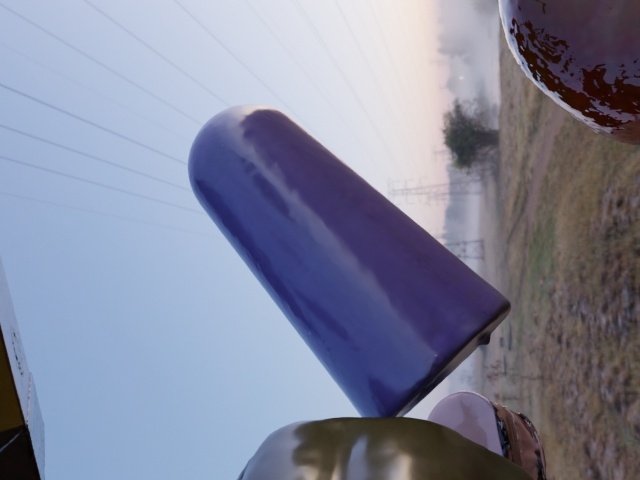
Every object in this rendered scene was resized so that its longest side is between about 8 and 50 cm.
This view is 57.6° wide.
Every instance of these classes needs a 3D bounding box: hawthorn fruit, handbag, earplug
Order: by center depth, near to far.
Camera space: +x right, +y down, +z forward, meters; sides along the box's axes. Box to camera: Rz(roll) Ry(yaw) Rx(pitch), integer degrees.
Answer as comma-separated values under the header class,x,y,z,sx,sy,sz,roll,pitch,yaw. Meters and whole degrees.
class,x,y,z,sx,sy,sz,roll,pitch,yaw
hawthorn fruit,0.227,-0.146,0.387,0.225,0.196,0.197,34,-127,-52
earplug,0.000,0.000,0.734,0.456,0.215,0.215,46,-177,20
handbag,0.282,0.372,1.008,0.116,0.179,0.205,28,-132,-38

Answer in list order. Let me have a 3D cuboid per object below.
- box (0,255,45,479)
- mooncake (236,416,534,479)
class,x,y,z,sx,sy,sz,roll,pitch,yaw
box,-0.514,0.172,0.871,0.264,0.115,0.416,10,111,63
mooncake,0.054,0.355,0.520,0.201,0.378,0.379,-58,-39,-73
